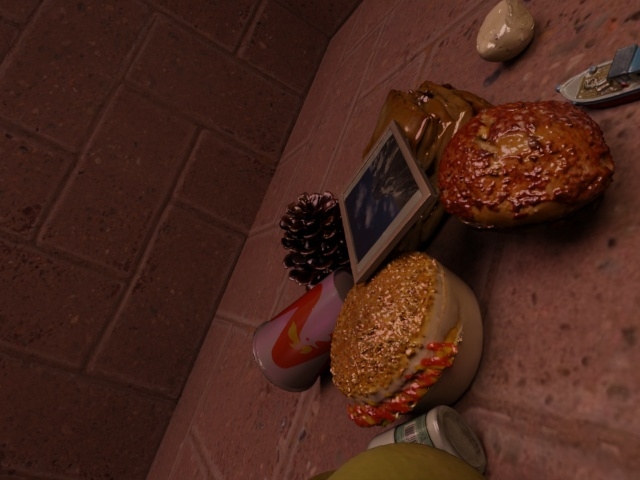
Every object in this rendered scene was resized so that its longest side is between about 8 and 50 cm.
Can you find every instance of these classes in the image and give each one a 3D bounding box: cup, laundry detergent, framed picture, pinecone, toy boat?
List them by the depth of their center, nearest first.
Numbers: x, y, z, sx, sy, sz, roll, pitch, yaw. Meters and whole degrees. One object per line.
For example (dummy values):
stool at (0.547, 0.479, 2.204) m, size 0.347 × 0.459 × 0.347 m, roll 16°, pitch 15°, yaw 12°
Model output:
toy boat at (0.426, -0.237, 0.627) m, size 0.069 × 0.059 × 0.173 m, roll -66°, pitch 20°, yaw -5°
laundry detergent at (0.129, 0.328, 0.642) m, size 0.225 × 0.099 × 0.070 m, roll -48°, pitch -9°, yaw 37°
framed picture at (0.105, -0.079, 0.779) m, size 0.208 × 0.019 × 0.281 m, roll -54°, pitch 24°, yaw 28°
cup at (-0.004, 0.195, 0.989) m, size 0.288 × 0.203 × 0.203 m, roll -46°, pitch 26°, yaw 32°
pinecone at (-0.001, 0.003, 1.082) m, size 0.247 × 0.292 × 0.246 m, roll -11°, pitch 51°, yaw 14°

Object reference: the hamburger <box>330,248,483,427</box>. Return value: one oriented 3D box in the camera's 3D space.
hamburger at (0.127, 0.151, 0.724) m, size 0.276 × 0.179 × 0.294 m, roll -51°, pitch 24°, yaw 33°

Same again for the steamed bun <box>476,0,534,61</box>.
steamed bun at (0.389, -0.431, 0.905) m, size 0.112 × 0.091 × 0.129 m, roll -41°, pitch 32°, yaw 55°

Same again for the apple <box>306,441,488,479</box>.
apple at (0.082, 0.371, 0.471) m, size 0.292 × 0.254 × 0.291 m, roll -53°, pitch 24°, yaw 35°

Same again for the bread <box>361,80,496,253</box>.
bread at (0.192, -0.175, 0.947) m, size 0.369 × 0.192 × 0.314 m, roll -58°, pitch 22°, yaw 22°

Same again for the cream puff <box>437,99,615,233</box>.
cream puff at (0.280, -0.109, 0.606) m, size 0.240 × 0.240 × 0.163 m, roll -94°, pitch -8°, yaw -54°
